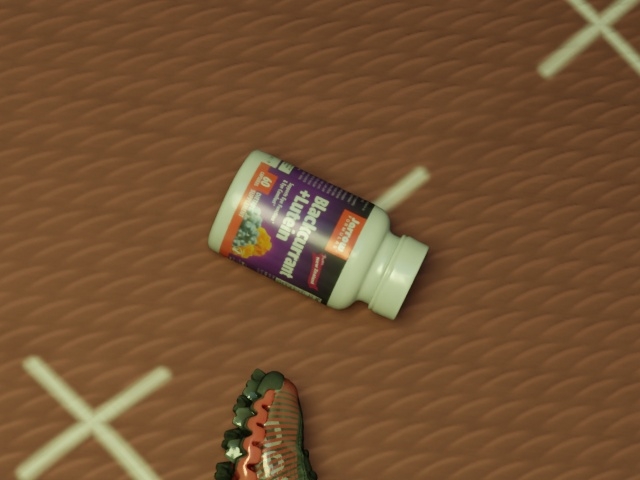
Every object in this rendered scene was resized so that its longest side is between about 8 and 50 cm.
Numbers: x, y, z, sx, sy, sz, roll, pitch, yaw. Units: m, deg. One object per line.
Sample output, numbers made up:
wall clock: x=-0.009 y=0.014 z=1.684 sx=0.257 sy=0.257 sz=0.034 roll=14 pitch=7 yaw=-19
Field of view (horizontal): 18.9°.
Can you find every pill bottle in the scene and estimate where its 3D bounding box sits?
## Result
pill bottle: x=0.000 y=0.000 z=1.837 sx=0.193 sy=0.108 sz=0.108 roll=25 pitch=63 yaw=2

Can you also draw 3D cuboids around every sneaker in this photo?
sneaker: x=-0.031 y=0.251 z=1.719 sx=0.135 sy=0.097 sz=0.276 roll=7 pitch=66 yaw=-7
